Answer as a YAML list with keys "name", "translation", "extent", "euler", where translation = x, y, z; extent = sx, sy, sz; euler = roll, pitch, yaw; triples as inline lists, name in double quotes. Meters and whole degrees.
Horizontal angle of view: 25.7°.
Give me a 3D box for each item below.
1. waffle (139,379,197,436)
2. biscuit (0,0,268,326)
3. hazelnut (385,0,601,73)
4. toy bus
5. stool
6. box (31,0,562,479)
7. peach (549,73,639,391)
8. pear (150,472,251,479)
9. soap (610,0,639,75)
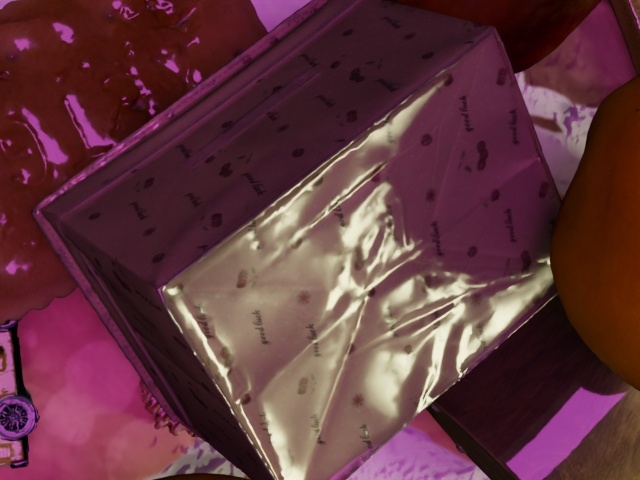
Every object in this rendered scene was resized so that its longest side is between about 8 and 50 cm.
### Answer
- name: "waffle"
  translation: [-0.104, 0.116, 1.110]
  extent: [0.075, 0.029, 0.083]
  euler: [-10, 95, -10]
- name: "biscuit"
  translation: [-0.165, -0.089, 1.039]
  extent: [0.325, 0.044, 0.217]
  euler: [-27, 94, -28]
- name: "hazelnut"
  translation: [0.127, -0.212, 1.056]
  extent: [0.208, 0.208, 0.208]
  euler: [0, 91, -10]
- name: "toy bus"
  translation: [-0.266, 0.082, 1.049]
  extent: [0.101, 0.088, 0.175]
  euler: [-6, 92, -12]
- name: "stool"
  translation: [0.225, 0.089, 1.094]
  extent: [0.264, 0.179, 0.179]
  euler: [-45, 98, -7]
- name: "box"
  translation: [0.000, 0.000, 0.994]
  extent: [0.297, 0.190, 0.225]
  euler: [-38, 124, -16]
- name: "peach"
  translation: [0.281, -0.002, 0.950]
  extent: [0.251, 0.153, 0.251]
  euler: [1, 87, -13]
- name: "pear"
  translation: [-0.075, 0.303, 1.004]
  extent: [0.281, 0.281, 0.280]
  euler: [0, 91, -10]
- name: "soap"
  translation: [0.318, -0.142, 1.177]
  extent: [0.092, 0.037, 0.252]
  euler: [-23, 95, -10]
